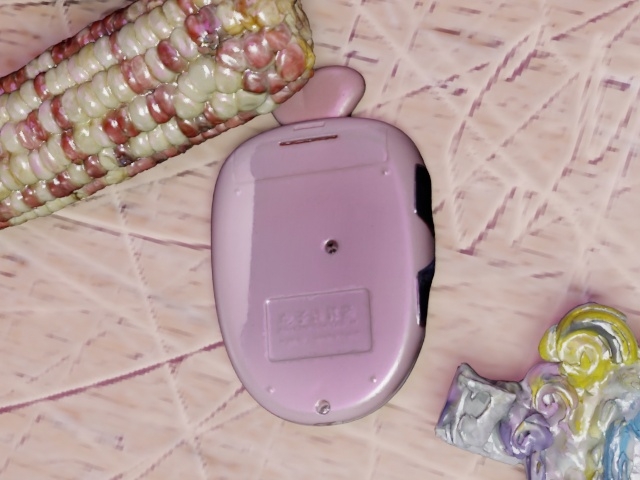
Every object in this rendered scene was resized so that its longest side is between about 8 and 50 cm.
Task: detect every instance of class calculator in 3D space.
[{"bbox_3d":[0.000,0.000,0.819,0.103,0.024,0.166,-8,73,16],"label":"calculator"}]

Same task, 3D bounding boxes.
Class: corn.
[{"bbox_3d":[-0.110,-0.055,0.837,0.237,0.079,0.079,-26,71,13],"label":"corn"}]

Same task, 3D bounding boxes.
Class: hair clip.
[{"bbox_3d":[0.132,0.091,0.748,0.172,0.049,0.116,18,96,13],"label":"hair clip"}]
